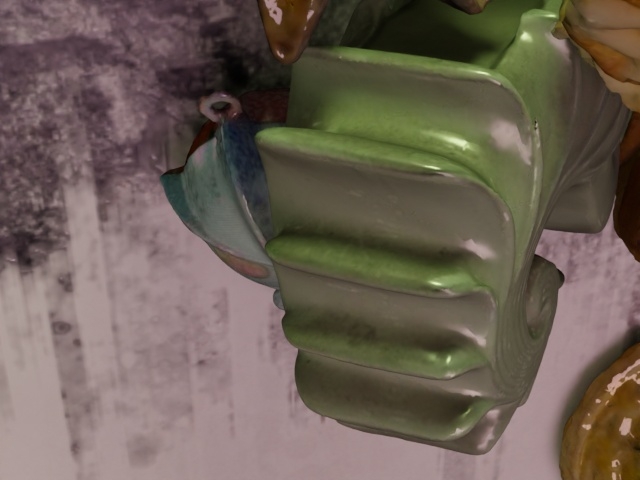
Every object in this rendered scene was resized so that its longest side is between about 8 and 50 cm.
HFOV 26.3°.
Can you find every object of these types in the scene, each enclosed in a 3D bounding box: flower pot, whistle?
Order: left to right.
[{"bbox_3d":[0.001,-0.001,1.014,0.142,0.134,0.346,-33,138,5],"label":"whistle"},{"bbox_3d":[0.100,-0.054,0.877,0.164,0.367,0.254,11,128,27],"label":"flower pot"}]

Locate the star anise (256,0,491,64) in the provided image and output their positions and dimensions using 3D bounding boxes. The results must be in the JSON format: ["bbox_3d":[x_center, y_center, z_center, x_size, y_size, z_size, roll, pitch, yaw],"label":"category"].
[{"bbox_3d":[-0.005,-0.252,0.749,0.315,0.315,0.108,-9,166,-10],"label":"star anise"}]

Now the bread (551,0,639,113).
[{"bbox_3d":[0.335,-0.205,0.661,0.390,0.279,0.371,11,163,-1],"label":"bread"}]

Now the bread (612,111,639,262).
[{"bbox_3d":[0.347,-0.120,1.003,0.195,0.149,0.344,15,122,-15],"label":"bread"}]

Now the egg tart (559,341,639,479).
[{"bbox_3d":[0.383,0.199,1.267,0.319,0.128,0.319,-8,125,-11],"label":"egg tart"}]
